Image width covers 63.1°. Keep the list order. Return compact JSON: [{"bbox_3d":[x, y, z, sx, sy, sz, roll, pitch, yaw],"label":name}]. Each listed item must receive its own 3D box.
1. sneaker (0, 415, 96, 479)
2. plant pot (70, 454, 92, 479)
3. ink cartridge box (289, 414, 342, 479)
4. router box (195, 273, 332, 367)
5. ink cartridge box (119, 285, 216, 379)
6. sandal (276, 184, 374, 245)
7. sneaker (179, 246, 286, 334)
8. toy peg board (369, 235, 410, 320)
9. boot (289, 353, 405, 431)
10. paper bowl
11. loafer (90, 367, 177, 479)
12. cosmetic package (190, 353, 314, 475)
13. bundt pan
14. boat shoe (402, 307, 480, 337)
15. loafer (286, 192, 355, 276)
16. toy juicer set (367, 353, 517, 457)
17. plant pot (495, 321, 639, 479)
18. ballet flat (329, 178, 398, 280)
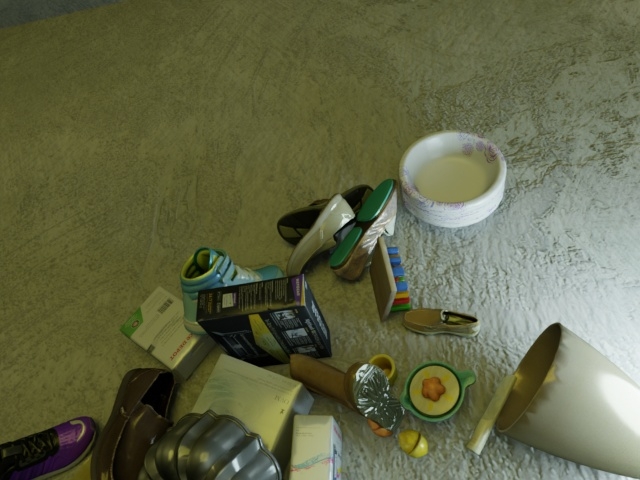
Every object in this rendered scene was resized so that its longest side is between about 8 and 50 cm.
[{"bbox_3d":[-0.700,0.519,1.262,0.293,0.146,0.102,-30,55,-7],"label":"sneaker"},{"bbox_3d":[-0.502,0.546,1.221,0.095,0.134,0.134,39,71,3],"label":"plant pot"},{"bbox_3d":[-0.009,0.494,1.105,0.093,0.154,0.212,-4,56,8],"label":"ink cartridge box"},{"bbox_3d":[-0.120,0.203,1.231,0.243,0.309,0.081,-9,55,7],"label":"router box"},{"bbox_3d":[-0.399,0.247,1.401,0.219,0.092,0.160,27,66,27],"label":"ink cartridge box"},{"bbox_3d":[0.021,-0.073,1.518,0.303,0.120,0.086,-22,23,-5],"label":"sandal"},{"bbox_3d":[-0.218,0.088,1.340,0.127,0.208,0.319,17,33,39],"label":"sneaker"},{"bbox_3d":[0.187,0.096,1.328,0.079,0.160,0.161,-4,55,-8],"label":"toy peg board"},{"bbox_3d":[0.027,0.304,1.131,0.270,0.236,0.089,15,55,42],"label":"boot"},{"bbox_3d":[0.363,-0.160,1.452,0.284,0.148,0.284,-7,56,10],"label":"paper bowl"},{"bbox_3d":[-0.419,0.439,1.206,0.130,0.134,0.365,-24,41,16],"label":"loafer"},{"bbox_3d":[-0.169,0.417,1.208,0.224,0.138,0.224,14,63,22],"label":"cosmetic package"},{"bbox_3d":[-0.238,0.526,1.053,0.331,0.124,0.330,2,96,23],"label":"bundt pan"},{"bbox_3d":[0.295,0.191,1.281,0.190,0.072,0.068,1,58,15],"label":"boat shoe"},{"bbox_3d":[0.000,0.000,1.429,0.092,0.102,0.268,34,101,1],"label":"loafer"},{"bbox_3d":[0.245,0.365,1.135,0.329,0.089,0.209,0,58,27],"label":"toy juicer set"},{"bbox_3d":[0.539,0.343,1.038,0.274,0.256,0.256,30,67,14],"label":"plant pot"},{"bbox_3d":[0.139,-0.023,1.441,0.316,0.106,0.107,-55,27,-11],"label":"ballet flat"}]
